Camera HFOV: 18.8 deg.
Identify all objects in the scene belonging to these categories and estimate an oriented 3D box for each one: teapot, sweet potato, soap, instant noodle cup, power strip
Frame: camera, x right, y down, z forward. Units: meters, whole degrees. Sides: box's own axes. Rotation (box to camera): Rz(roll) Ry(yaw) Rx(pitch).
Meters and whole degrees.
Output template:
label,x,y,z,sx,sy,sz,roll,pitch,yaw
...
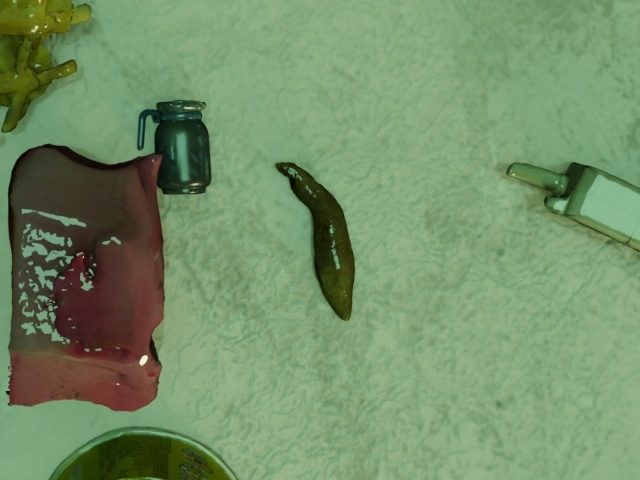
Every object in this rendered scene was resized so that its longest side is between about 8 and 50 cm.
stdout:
label,x,y,z,sx,sy,sz,roll,pitch,yaw
teapot,-0.125,-0.081,1.697,0.049,0.063,0.083,-2,90,-36
sweet potato,0.005,-0.003,1.710,0.041,0.038,0.153,-21,92,-26
soap,-0.189,0.032,1.554,0.127,0.325,0.220,0,95,-8
instant noodle cup,-0.153,0.266,1.653,0.205,0.153,0.205,0,91,-4
power strip,0.298,-0.009,1.704,0.288,0.093,0.053,25,94,-6

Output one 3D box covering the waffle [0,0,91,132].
label,x,y,z,sx,sy,sz,roll,pitch,yaw
waffle,-0.397,-0.184,1.565,0.379,0.095,0.382,-39,129,6
